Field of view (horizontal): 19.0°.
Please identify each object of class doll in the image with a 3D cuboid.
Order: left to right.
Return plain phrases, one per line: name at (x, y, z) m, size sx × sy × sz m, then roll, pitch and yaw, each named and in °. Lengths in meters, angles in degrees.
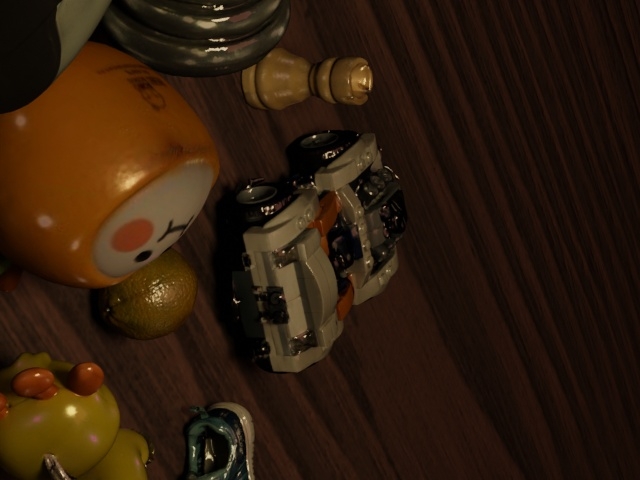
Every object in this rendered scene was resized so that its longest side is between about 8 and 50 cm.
doll at (-0.208, -0.042, 1.523) m, size 0.236 × 0.213 × 0.213 m, roll -47°, pitch 157°, yaw 19°
doll at (-0.215, 0.168, 1.576) m, size 0.221 × 0.143 × 0.135 m, roll 57°, pitch 13°, yaw -54°

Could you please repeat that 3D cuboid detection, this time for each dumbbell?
dumbbell at (-0.088, -0.304, 1.565) m, size 0.179 × 0.179 × 0.406 m, roll -55°, pitch 165°, yaw -43°

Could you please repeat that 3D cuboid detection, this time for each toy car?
toy car at (0.002, 0.000, 1.946) m, size 0.301 × 0.118 × 0.193 m, roll -41°, pitch 126°, yaw -53°

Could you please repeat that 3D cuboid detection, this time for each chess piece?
chess piece at (-0.011, -0.160, 1.890) m, size 0.066 × 0.122 × 0.066 m, roll -12°, pitch 103°, yaw -60°

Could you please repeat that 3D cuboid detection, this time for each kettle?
kettle at (-0.209, -0.218, 1.393) m, size 0.161 × 0.221 × 0.236 m, roll 48°, pitch 35°, yaw -23°

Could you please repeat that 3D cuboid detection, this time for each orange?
orange at (-0.155, 0.047, 1.704) m, size 0.095 × 0.085 × 0.085 m, roll -30°, pitch 119°, yaw -44°

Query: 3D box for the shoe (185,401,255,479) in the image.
shoe at (-0.101, 0.227, 1.839) m, size 0.071 × 0.064 × 0.143 m, roll 8°, pitch 84°, yaw -61°
